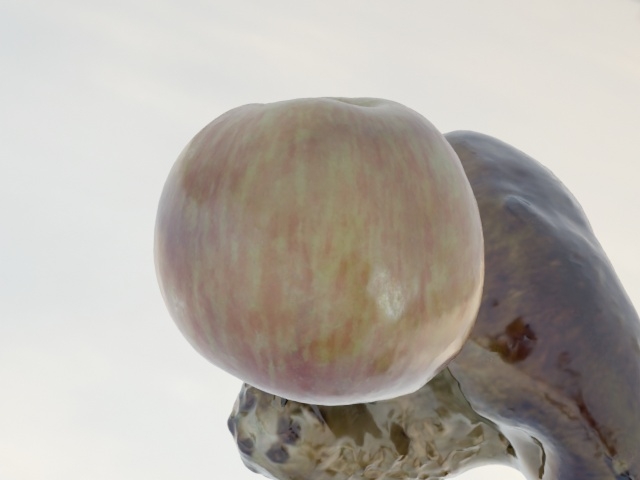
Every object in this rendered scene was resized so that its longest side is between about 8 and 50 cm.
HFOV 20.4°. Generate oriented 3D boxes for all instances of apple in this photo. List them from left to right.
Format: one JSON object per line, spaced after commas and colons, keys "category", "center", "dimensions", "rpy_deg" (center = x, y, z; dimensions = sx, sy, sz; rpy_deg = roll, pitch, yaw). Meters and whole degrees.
{"category": "apple", "center": [0.000, 0.000, 0.772], "dimensions": [0.146, 0.131, 0.146], "rpy_deg": [7, -168, -1]}

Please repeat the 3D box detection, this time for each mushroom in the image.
{"category": "mushroom", "center": [0.103, 0.069, 1.094], "dimensions": [0.254, 0.267, 0.267], "rpy_deg": [-7, 180, 25]}
